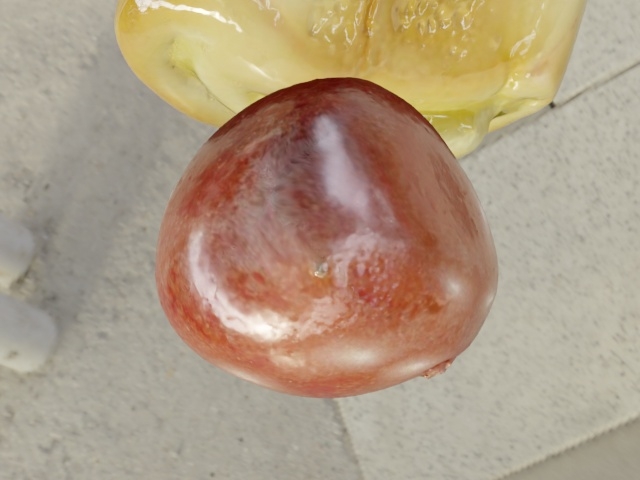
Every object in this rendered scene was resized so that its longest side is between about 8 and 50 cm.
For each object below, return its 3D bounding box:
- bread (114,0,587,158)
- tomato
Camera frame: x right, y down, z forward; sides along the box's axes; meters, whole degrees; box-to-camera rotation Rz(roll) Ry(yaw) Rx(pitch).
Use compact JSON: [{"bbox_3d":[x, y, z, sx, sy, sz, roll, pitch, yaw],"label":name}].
[{"bbox_3d":[0.024,-0.185,0.836,0.211,0.316,0.270,-129,51,-62],"label":"bread"},{"bbox_3d":[0.000,0.000,0.596,0.167,0.167,0.167,-11,66,25],"label":"tomato"}]
